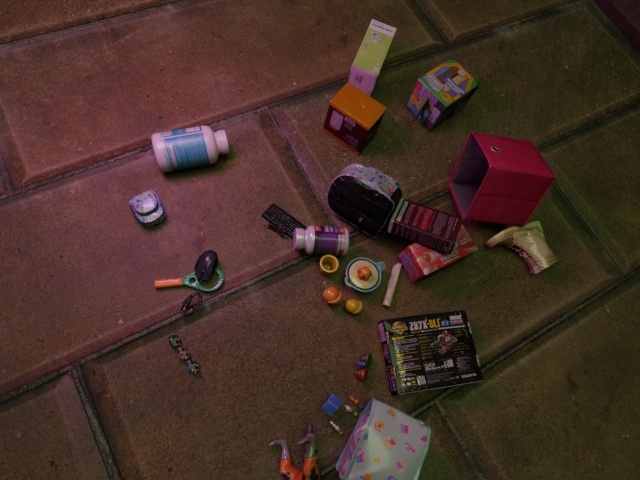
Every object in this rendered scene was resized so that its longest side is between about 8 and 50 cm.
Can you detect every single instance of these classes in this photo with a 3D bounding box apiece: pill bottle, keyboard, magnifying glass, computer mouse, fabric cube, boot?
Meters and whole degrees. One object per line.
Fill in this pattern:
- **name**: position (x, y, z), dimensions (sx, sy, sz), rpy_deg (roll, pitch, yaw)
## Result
- **pill bottle**: position (0.000, 0.000, 1.581), dimensions (0.194, 0.108, 0.107), rpy_deg (4, 69, -13)
- **pill bottle**: position (-0.485, -0.350, 1.621), dimensions (0.264, 0.146, 0.146), rpy_deg (-13, 72, -14)
- **keyboard**: position (-0.132, -0.060, 1.627), dimensions (0.192, 0.038, 0.100), rpy_deg (35, 68, 6)
- **magnifying glass**: position (-0.457, 0.141, 1.503), dimensions (0.231, 0.026, 0.092), rpy_deg (-5, 70, -11)
- **computer mouse**: position (-0.417, 0.139, 1.478), dimensions (0.071, 0.041, 0.241), rpy_deg (18, 67, -4)
- **fabric cube**: position (0.691, -0.237, 1.674), dimensions (0.259, 0.258, 0.254), rpy_deg (7, 43, -6)
- **boot**: position (0.807, 0.043, 1.715), dimensions (0.262, 0.095, 0.203), rpy_deg (-14, 73, -19)

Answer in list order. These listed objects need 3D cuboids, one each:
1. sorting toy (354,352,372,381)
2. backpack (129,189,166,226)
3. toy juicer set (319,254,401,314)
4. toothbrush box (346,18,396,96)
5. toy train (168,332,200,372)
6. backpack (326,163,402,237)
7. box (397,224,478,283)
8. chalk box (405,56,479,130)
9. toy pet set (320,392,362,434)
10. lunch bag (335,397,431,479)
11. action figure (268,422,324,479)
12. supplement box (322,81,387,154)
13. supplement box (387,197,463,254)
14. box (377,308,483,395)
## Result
- **sorting toy**: position (0.144, 0.432, 1.482), dimensions (0.042, 0.061, 0.101), rpy_deg (2, 56, 28)
- **backpack**: position (-0.619, -0.114, 1.542), dimensions (0.105, 0.084, 0.114), rpy_deg (-29, 79, -16)
- **toy juicer set**: position (0.158, 0.161, 1.557), dimensions (0.330, 0.089, 0.209), rpy_deg (4, 65, -11)
- **toothbrush box**: position (0.212, -0.766, 1.864), dimensions (0.122, 0.206, 0.283), rpy_deg (22, 68, 0)
- **toy train**: position (-0.449, 0.375, 1.413), dimensions (0.036, 0.027, 0.158), rpy_deg (-37, 79, -16)
- **backpack**: position (0.160, -0.165, 1.619), dimensions (0.254, 0.225, 0.191), rpy_deg (27, 45, 4)
- **box**: position (0.444, 0.048, 1.631), dimensions (0.257, 0.122, 0.128), rpy_deg (-22, 74, -18)
- **chalk box**: position (0.502, -0.621, 1.871), dimensions (0.289, 0.180, 0.179), rpy_deg (-35, 79, -21)
- **toy pet set**: position (0.068, 0.555, 1.409), dimensions (0.114, 0.065, 0.122), rpy_deg (39, 68, 6)
- **lunch bag**: position (0.203, 0.655, 1.345), dimensions (0.224, 0.160, 0.262), rpy_deg (27, 73, 2)
- **action figure**: position (0.013, 0.723, 1.254), dimensions (0.179, 0.341, 0.329), rpy_deg (-14, 76, -55)
- **supplement box**: position (0.135, -0.491, 1.751), dimensions (0.191, 0.194, 0.129), rpy_deg (36, 68, 5)
- **supplement box**: position (0.382, -0.054, 1.567), dimensions (0.240, 0.073, 0.130), rpy_deg (21, 54, 14)
- **box**: position (0.386, 0.391, 1.519), dimensions (0.323, 0.079, 0.256), rpy_deg (-5, 69, -11)
